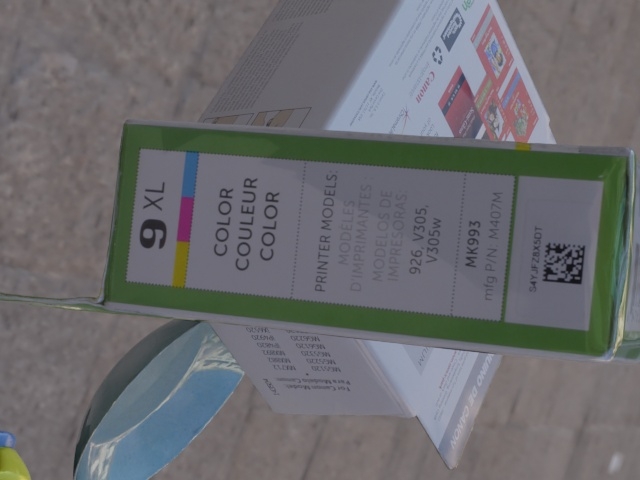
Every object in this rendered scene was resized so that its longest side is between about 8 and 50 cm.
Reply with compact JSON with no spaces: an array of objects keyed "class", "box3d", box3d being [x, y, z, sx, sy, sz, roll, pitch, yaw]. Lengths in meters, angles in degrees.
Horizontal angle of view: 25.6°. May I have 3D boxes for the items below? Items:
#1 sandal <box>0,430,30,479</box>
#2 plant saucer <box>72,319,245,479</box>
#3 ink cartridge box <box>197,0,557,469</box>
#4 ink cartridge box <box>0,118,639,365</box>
[{"class":"sandal","box3d":[-0.407,0.155,1.212,0.317,0.126,0.138,11,61,-38]},{"class":"plant saucer","box3d":[-0.122,0.113,1.053,0.195,0.037,0.195,-44,160,-20]},{"class":"ink cartridge box","box3d":[0.046,-0.031,1.030,0.272,0.130,0.309,58,46,-34]},{"class":"ink cartridge box","box3d":[0.000,0.000,0.456,0.109,0.209,0.062,14,81,-71]}]
